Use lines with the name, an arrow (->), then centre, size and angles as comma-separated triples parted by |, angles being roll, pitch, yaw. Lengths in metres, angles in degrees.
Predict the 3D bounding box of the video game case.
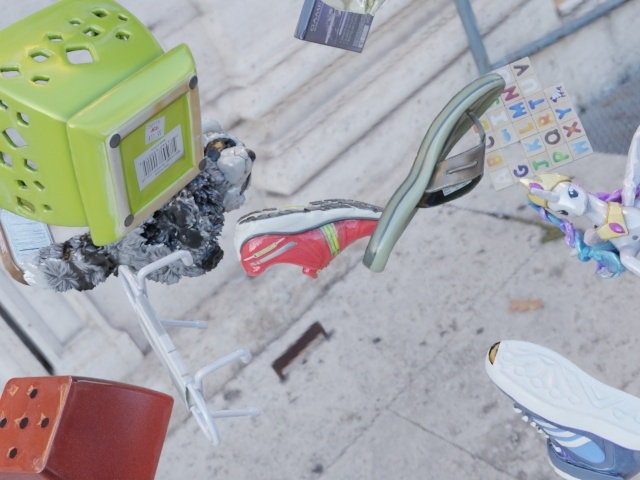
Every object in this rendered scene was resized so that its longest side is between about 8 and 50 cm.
video game case -> 0.048, -0.460, 1.507 | 0.026, 0.196, 0.274 | 25, 17, 21

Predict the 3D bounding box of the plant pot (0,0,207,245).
plant pot -> -0.274, -0.142, 0.987 | 0.207, 0.227, 0.228 | 26, 50, 20

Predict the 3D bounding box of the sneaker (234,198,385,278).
sneaker -> 0.000, 0.000, 1.268 | 0.279, 0.118, 0.107 | -7, 13, -18

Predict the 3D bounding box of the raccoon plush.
raccoon plush -> -0.331, -0.084, 1.501 | 0.447, 0.216, 0.299 | -5, 34, 14

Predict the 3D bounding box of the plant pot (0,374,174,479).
plant pot -> -0.482, 0.386, 1.534 | 0.267, 0.236, 0.267 | -7, 57, 29

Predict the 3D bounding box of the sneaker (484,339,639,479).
sneaker -> 0.412, 0.330, 1.421 | 0.323, 0.236, 0.130 | 24, 46, 9

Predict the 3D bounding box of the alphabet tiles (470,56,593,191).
alphabet tiles -> 0.399, -0.239, 1.587 | 0.198, 0.237, 0.009 | -22, -16, 11

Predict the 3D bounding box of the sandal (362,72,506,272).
sandal -> 0.160, -0.079, 1.044 | 0.302, 0.086, 0.120 | -59, -12, -3

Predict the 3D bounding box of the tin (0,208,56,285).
tin -> -0.576, -0.002, 1.563 | 0.106, 0.189, 0.040 | -11, -20, -43

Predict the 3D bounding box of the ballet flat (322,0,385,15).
ballet flat -> 0.042, -0.359, 1.083 | 0.095, 0.096, 0.280 | 21, 19, 25

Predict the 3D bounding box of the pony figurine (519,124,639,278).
pony figurine -> 0.565, -0.043, 1.425 | 0.363, 0.302, 0.351 | 33, 29, 27

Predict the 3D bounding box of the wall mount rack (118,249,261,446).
wall mount rack -> -0.206, 0.184, 1.343 | 0.130, 0.304, 0.350 | -26, 64, -19
